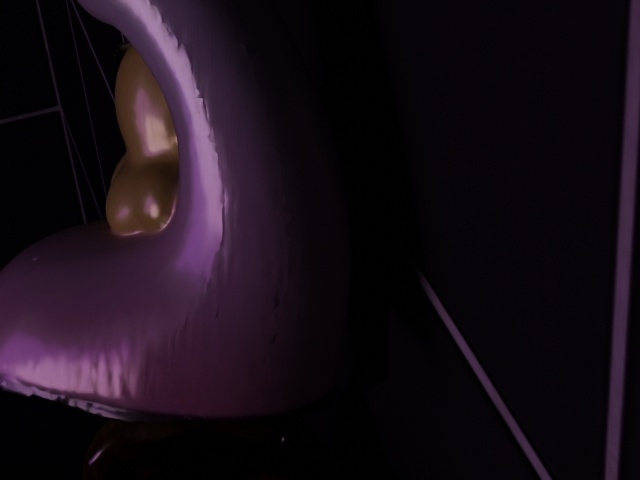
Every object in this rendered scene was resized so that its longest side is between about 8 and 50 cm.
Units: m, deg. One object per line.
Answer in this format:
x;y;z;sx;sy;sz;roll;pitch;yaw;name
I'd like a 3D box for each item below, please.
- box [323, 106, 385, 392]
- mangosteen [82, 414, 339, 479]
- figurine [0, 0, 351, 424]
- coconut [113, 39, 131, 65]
0.000;0.000;0.755;0.125;0.027;0.126;89;162;-50;box
-0.080;0.288;0.807;0.382;0.382;0.435;87;-160;-45;mangosteen
-0.109;-0.106;0.675;0.284;0.206;0.315;32;125;55;figurine
-0.100;-0.074;1.059;0.133;0.055;0.158;89;163;-54;coconut
